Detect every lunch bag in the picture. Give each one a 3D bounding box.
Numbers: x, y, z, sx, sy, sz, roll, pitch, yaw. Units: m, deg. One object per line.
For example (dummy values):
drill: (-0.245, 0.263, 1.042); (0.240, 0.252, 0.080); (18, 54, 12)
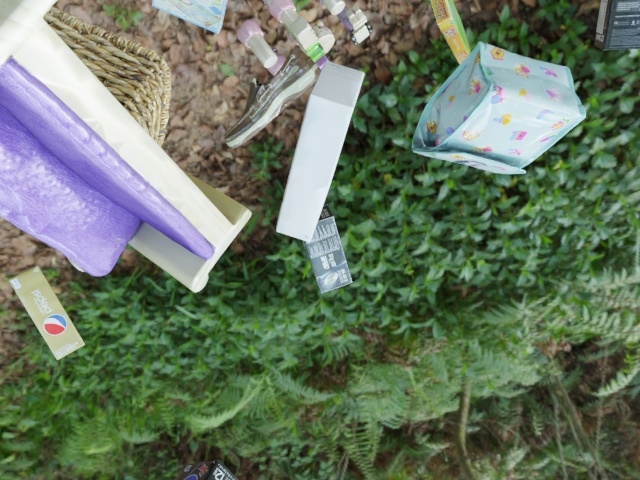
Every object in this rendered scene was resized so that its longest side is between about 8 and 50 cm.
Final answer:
lunch bag: (0.333, -0.229, 1.070); (0.224, 0.160, 0.262); (8, 149, -20)

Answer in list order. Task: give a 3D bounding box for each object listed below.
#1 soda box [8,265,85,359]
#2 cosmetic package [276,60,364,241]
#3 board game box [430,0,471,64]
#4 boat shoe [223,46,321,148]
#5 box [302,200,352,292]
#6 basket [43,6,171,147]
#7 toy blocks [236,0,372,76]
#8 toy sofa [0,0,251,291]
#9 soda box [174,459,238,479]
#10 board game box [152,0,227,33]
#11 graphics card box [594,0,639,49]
soda box: (-0.538, 0.141, 1.069); (0.058, 0.181, 0.061); (-30, -170, -25)
cosmetic package: (-0.005, -0.117, 0.761); (0.061, 0.098, 0.239); (17, 134, -2)
board game box: (0.268, -0.446, 1.112); (0.039, 0.124, 0.259); (-18, 168, 26)
boat shoe: (-0.121, -0.310, 1.166); (0.257, 0.095, 0.095); (-41, 108, 4)
box: (0.000, 0.000, 1.226); (0.078, 0.147, 0.180); (-19, 122, -3)
basket: (-0.406, -0.213, 0.887); (0.299, 0.223, 0.213); (22, 162, 1)
toy blocks: (-0.074, -0.623, 1.505); (0.309, 0.260, 0.288); (-37, 167, 9)
toy sofa: (-0.232, -0.066, 0.520); (0.150, 0.177, 0.362); (28, 166, 28)
soda box: (-0.081, 0.299, 0.549); (0.060, 0.053, 0.169); (-24, 112, 36)
board game box: (-0.282, -0.527, 1.176); (0.154, 0.026, 0.103); (21, 144, -10)
graphics card box: (0.786, -0.634, 1.240); (0.233, 0.094, 0.370); (0, 115, 10)
